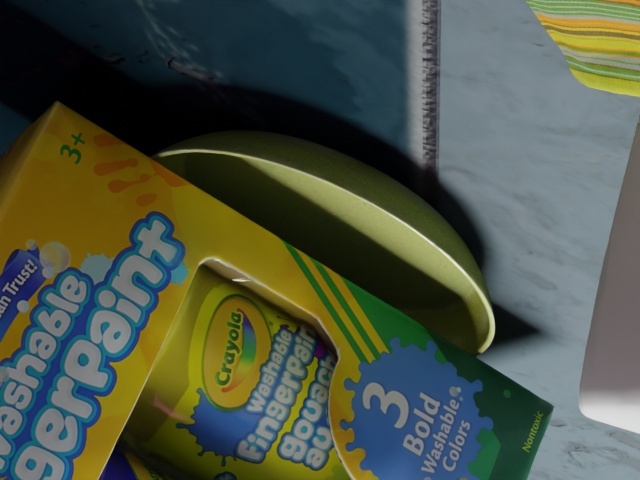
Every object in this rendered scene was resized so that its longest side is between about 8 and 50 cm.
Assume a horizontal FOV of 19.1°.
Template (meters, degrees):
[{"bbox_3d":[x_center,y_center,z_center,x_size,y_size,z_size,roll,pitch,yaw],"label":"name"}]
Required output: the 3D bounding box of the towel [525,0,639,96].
[{"bbox_3d":[0.094,-0.132,0.793,0.102,0.021,0.237,12,156,45],"label":"towel"}]

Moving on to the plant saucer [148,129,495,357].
[{"bbox_3d":[0.000,0.000,1.166,0.241,0.037,0.241,21,157,9],"label":"plant saucer"}]

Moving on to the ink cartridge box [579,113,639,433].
[{"bbox_3d":[0.265,0.021,0.606,0.279,0.160,0.384,15,176,-3],"label":"ink cartridge box"}]

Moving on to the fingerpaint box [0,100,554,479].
[{"bbox_3d":[-0.114,0.208,1.110,0.371,0.445,0.163,32,155,-15],"label":"fingerpaint box"}]
